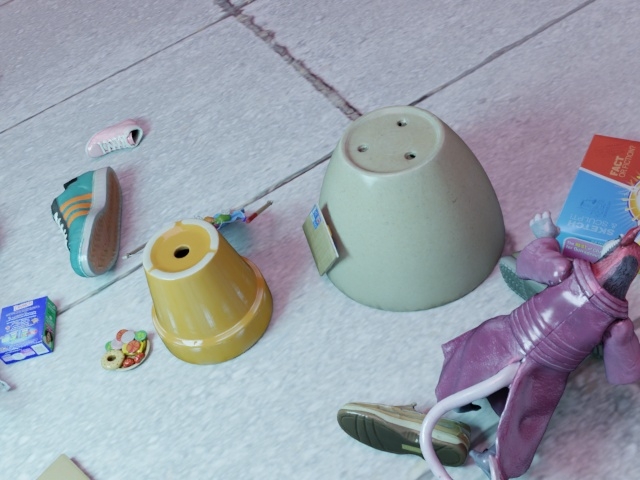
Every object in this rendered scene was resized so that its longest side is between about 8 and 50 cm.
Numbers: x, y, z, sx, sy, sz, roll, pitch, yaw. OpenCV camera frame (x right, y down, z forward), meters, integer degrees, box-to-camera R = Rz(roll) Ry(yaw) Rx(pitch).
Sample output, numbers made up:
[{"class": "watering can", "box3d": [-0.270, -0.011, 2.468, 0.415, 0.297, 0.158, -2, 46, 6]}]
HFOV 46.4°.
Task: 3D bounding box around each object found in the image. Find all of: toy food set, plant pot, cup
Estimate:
[{"class": "toy food set", "box3d": [-0.336, 0.188, 1.292, 0.083, 0.020, 0.082, -6, 48, 12]}, {"class": "plant pot", "box3d": [-0.202, 0.071, 1.243, 0.205, 0.188, 0.205, -8, 48, 9]}, {"class": "cup", "box3d": [0.135, -0.081, 1.248, 0.331, 0.237, 0.331, -8, 48, 9]}]

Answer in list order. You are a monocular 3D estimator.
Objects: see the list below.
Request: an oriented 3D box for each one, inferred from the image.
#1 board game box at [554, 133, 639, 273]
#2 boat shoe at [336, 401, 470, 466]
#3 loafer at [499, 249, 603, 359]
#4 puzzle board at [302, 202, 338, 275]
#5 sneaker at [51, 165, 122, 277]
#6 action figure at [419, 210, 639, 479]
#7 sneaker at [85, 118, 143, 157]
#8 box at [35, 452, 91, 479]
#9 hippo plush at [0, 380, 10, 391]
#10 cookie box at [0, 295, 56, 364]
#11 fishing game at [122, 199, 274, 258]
[{"class": "board game box", "box3d": [0.567, -0.046, 1.207, 0.317, 0.064, 0.242, 15, 55, 27]}, {"class": "boat shoe", "box3d": [0.120, 0.264, 1.071, 0.190, 0.068, 0.072, 16, 41, 13]}, {"class": "loafer", "box3d": [0.381, 0.082, 1.127, 0.087, 0.094, 0.251, -36, 49, -10]}, {"class": "puzzle board", "box3d": [0.000, 0.000, 1.250, 0.011, 0.128, 0.096, -16, 77, -16]}, {"class": "sneaker", "box3d": [-0.469, -0.028, 1.473, 0.121, 0.108, 0.302, -15, 39, 4]}, {"class": "action figure", "box3d": [0.276, 0.115, 0.952, 0.248, 0.370, 0.276, 47, 33, 22]}, {"class": "sneaker", "box3d": [-0.458, -0.224, 1.672, 0.134, 0.051, 0.070, -37, 45, -22]}, {"class": "box", "box3d": [-0.380, 0.431, 1.091, 0.201, 0.021, 0.164, 28, 62, 33]}, {"class": "hippo plush", "box3d": [-0.718, 0.235, 1.279, 0.294, 0.234, 0.236, 44, 88, -4]}, {"class": "cookie box", "box3d": [-0.534, 0.162, 1.360, 0.092, 0.040, 0.107, -15, 47, 3]}, {"class": "fishing game", "box3d": [-0.223, -0.031, 1.381, 0.264, 0.041, 0.189, -16, 12, 20]}]
